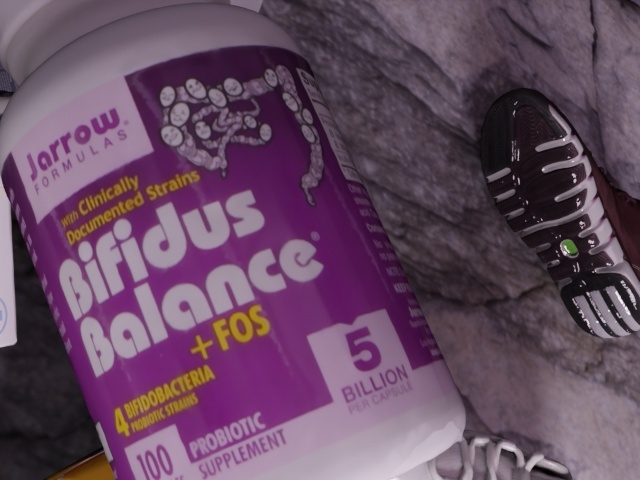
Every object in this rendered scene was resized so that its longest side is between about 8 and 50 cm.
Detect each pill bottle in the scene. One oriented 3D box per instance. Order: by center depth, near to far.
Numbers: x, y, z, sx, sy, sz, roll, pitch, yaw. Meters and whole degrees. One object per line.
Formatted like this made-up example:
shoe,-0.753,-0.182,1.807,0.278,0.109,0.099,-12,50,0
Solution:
pill bottle,-0.061,-0.009,0.480,0.169,0.169,0.301,-15,76,-42

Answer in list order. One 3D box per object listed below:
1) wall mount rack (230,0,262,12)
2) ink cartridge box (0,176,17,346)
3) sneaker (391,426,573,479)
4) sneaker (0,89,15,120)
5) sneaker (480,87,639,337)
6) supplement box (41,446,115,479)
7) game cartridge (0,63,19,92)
wall mount rack,-0.113,-0.213,0.652,0.304,0.130,0.350,26,70,-27
ink cartridge box,-0.237,0.062,0.470,0.171,0.056,0.235,-10,101,-51
sneaker,0.127,0.187,0.745,0.297,0.129,0.111,32,55,-23
sneaker,-0.272,0.005,0.536,0.275,0.107,0.110,-49,122,-36
sneaker,0.272,-0.048,1.002,0.162,0.106,0.281,-43,110,-48
supplement box,-0.062,0.197,0.576,0.191,0.129,0.194,-25,84,-44
game cartridge,-0.216,-0.091,0.662,0.056,0.017,0.083,-7,76,-38
